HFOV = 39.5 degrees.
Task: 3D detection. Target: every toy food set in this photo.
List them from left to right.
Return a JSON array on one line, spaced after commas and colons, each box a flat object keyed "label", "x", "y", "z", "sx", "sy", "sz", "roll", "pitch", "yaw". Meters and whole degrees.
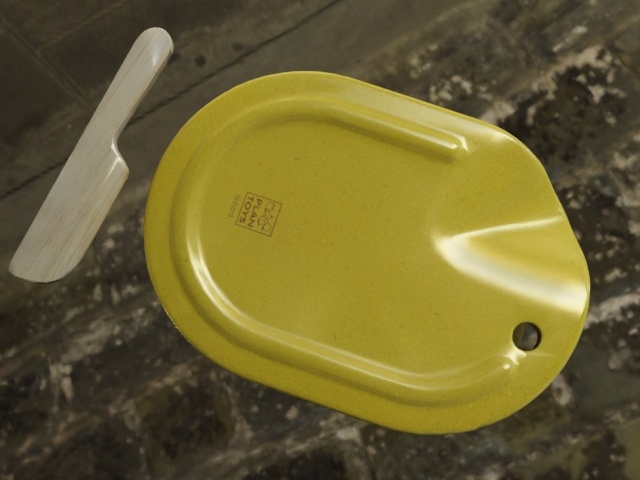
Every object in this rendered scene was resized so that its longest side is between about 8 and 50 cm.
[{"label": "toy food set", "x": 0.000, "y": 0.000, "z": 0.381, "sx": 0.217, "sy": 0.128, "sz": 0.071, "roll": 20, "pitch": 174, "yaw": 4}]
